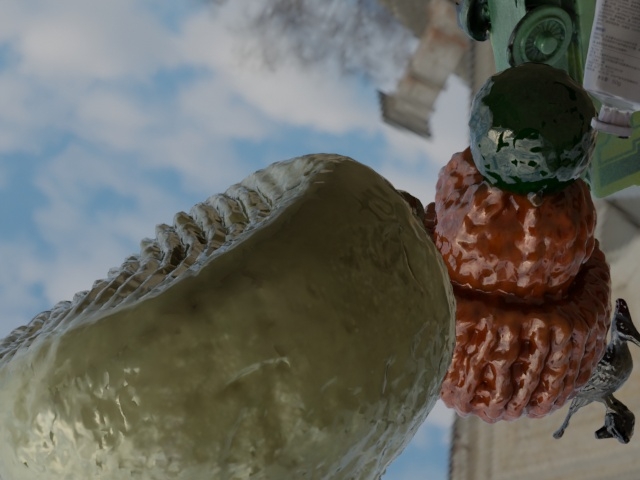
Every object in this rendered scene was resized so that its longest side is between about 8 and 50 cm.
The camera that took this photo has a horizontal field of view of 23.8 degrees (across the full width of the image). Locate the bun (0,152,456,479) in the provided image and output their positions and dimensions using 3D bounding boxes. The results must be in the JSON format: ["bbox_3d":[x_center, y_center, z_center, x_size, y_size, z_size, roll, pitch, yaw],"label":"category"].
[{"bbox_3d":[-0.066,0.102,1.030,0.227,0.352,0.349,58,-174,-8],"label":"bun"}]

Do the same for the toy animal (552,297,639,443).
[{"bbox_3d":[0.345,0.163,1.831,0.105,0.202,0.070,20,-154,23],"label":"toy animal"}]

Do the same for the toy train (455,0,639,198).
[{"bbox_3d":[0.306,-0.210,1.840,0.237,0.369,0.150,-23,-140,-11],"label":"toy train"}]

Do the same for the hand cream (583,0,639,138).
[{"bbox_3d":[0.224,-0.144,1.078,0.084,0.142,0.053,22,-163,33],"label":"hand cream"}]

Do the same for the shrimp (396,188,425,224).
[{"bbox_3d":[0.001,0.001,1.315,0.062,0.154,0.294,50,-168,27],"label":"shrimp"}]

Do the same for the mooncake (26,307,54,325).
[{"bbox_3d":[-0.263,0.184,1.802,0.228,0.124,0.228,35,-130,-55],"label":"mooncake"}]

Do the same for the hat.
[{"bbox_3d":[0.182,-0.019,1.641,0.285,0.400,0.285,-5,-149,3],"label":"hat"}]
